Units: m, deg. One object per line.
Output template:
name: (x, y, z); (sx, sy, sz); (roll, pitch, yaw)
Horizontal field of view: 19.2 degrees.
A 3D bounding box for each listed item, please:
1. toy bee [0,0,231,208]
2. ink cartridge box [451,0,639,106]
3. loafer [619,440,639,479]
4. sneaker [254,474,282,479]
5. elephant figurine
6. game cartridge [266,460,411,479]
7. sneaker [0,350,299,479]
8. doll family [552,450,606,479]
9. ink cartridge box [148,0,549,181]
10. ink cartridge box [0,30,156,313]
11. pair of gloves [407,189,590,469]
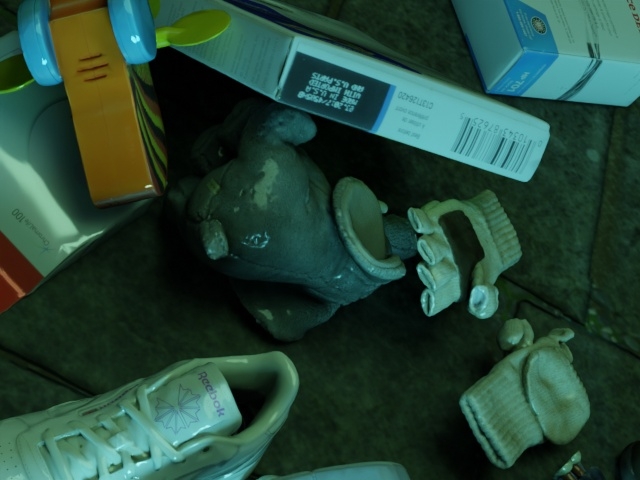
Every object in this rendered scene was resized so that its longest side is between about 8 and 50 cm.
toy bee: (-0.167, -0.184, 1.509); (0.195, 0.298, 0.162); (8, 16, 5)
ink cartridge box: (0.246, -0.220, 1.956); (0.191, 0.082, 0.139); (4, 55, -33)
loafer: (0.371, 0.241, 1.682); (0.220, 0.078, 0.080); (31, 45, -9)
sneaker: (-0.004, 0.256, 1.440); (0.071, 0.068, 0.170); (10, 56, -50)
elephant figurine: (0.000, 0.000, 1.589); (0.239, 0.169, 0.186); (39, 72, -23)
game cartridge: (-0.050, 0.273, 1.288); (0.294, 0.060, 0.196); (-24, 63, -2)
sneaker: (-0.148, 0.141, 1.371); (0.305, 0.152, 0.114); (-17, 69, -39)
doll family: (0.226, 0.246, 1.590); (0.111, 0.076, 0.193); (44, 42, 11)
ink cartridge box: (-0.004, -0.156, 1.658); (0.304, 0.072, 0.307); (13, 10, -40)
ink cartridge box: (-0.263, -0.050, 1.514); (0.189, 0.066, 0.232); (46, 41, 5)
pair of gloves: (0.159, 0.069, 1.642); (0.204, 0.042, 0.240); (-12, 78, -58)
